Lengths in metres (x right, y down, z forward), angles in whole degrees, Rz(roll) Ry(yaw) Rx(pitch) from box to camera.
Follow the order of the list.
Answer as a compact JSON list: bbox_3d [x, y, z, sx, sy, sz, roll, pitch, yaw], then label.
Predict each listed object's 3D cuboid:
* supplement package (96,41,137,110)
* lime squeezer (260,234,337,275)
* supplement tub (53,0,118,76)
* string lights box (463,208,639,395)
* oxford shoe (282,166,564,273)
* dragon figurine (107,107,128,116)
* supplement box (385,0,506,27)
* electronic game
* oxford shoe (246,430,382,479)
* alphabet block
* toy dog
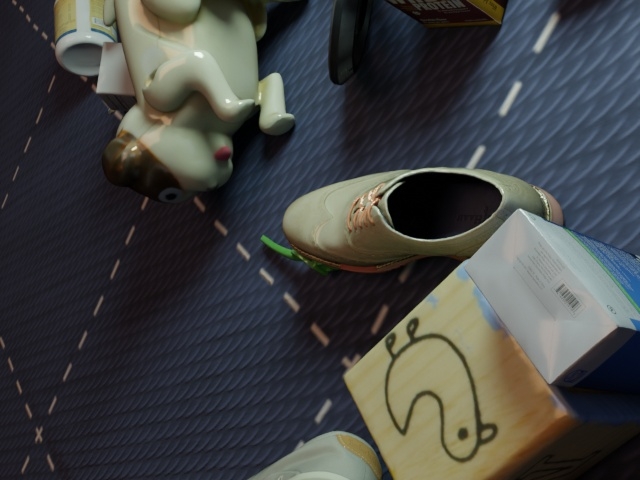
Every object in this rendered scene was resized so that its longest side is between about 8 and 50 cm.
[{"bbox_3d":[-0.327,-0.310,1.462,0.105,0.179,0.105,84,-168,-81],"label":"supplement package"},{"bbox_3d":[0.000,0.000,1.135,0.310,0.059,0.109,-21,65,43],"label":"lime squeezer"},{"bbox_3d":[-0.559,-0.509,1.800,0.144,0.144,0.199,-31,58,37],"label":"supplement tub"},{"bbox_3d":[0.262,0.066,0.687,0.076,0.260,0.133,-50,47,25],"label":"string lights box"},{"bbox_3d":[0.090,-0.041,0.952,0.397,0.146,0.140,-4,72,38],"label":"oxford shoe"},{"bbox_3d":[-0.367,-0.371,1.602,0.144,0.085,0.289,35,106,45],"label":"dragon figurine"},{"bbox_3d":[0.155,-0.404,0.978,0.129,0.191,0.194,14,90,47],"label":"supplement box"},{"bbox_3d":[0.043,-0.339,1.087,0.048,0.229,0.229,10,86,7],"label":"electronic game"},{"bbox_3d":[-0.061,0.385,1.055,0.449,0.169,0.130,-41,11,42],"label":"oxford shoe"},{"bbox_3d":[0.179,0.160,0.773,0.197,0.193,0.192,-49,49,25],"label":"alphabet block"},{"bbox_3d":[-0.237,-0.264,1.265,0.396,0.284,0.407,11,98,16],"label":"toy dog"}]
